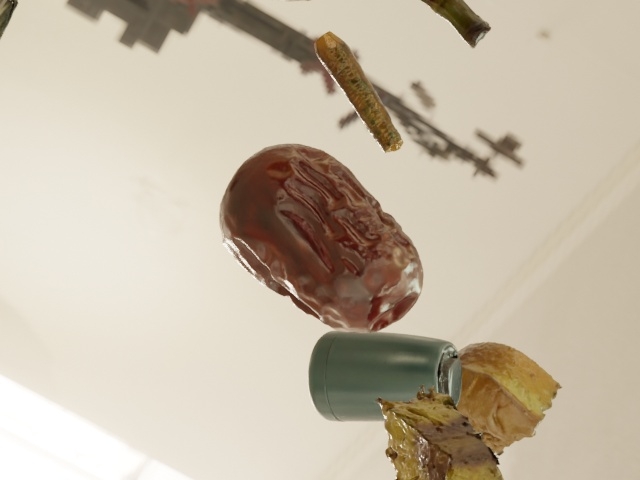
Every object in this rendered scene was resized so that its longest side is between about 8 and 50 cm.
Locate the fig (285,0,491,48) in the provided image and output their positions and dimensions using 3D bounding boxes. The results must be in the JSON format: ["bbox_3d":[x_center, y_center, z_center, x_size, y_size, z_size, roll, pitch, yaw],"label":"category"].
[{"bbox_3d":[-0.013,-0.235,1.074,0.191,0.290,0.190,-38,-174,4],"label":"fig"}]

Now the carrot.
[{"bbox_3d":[0.049,-0.184,1.650,0.042,0.170,0.042,-32,175,-3],"label":"carrot"}]

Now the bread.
[{"bbox_3d":[0.229,0.227,1.923,0.143,0.139,0.229,-41,-175,-37],"label":"bread"}]

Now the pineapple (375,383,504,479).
[{"bbox_3d":[0.128,0.253,1.300,0.233,0.080,0.135,-125,-154,-59],"label":"pineapple"}]

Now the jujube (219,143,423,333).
[{"bbox_3d":[0.000,0.000,1.366,0.155,0.230,0.155,-34,152,-21],"label":"jujube"}]

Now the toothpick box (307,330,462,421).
[{"bbox_3d":[0.087,0.177,1.710,0.120,0.184,0.120,-1,90,-64],"label":"toothpick box"}]

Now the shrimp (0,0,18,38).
[{"bbox_3d":[-0.471,-0.350,1.665,0.365,0.233,0.071,-52,-160,-6],"label":"shrimp"}]
